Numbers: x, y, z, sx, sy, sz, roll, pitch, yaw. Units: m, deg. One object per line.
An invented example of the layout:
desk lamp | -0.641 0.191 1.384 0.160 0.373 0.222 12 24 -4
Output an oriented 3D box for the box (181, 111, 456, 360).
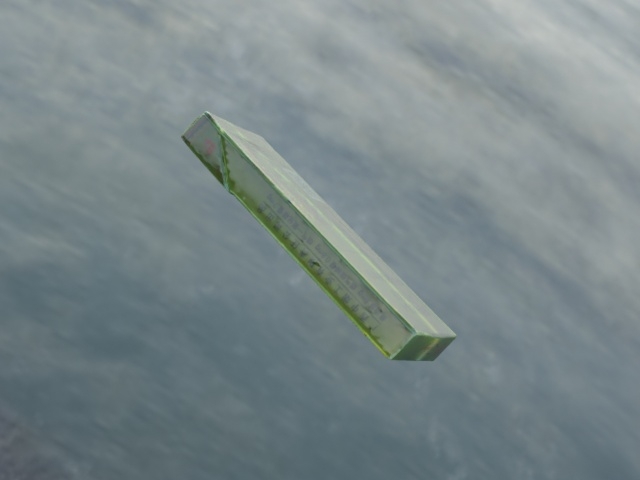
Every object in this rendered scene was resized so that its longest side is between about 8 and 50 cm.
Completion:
box | 0.000 0.000 1.582 0.311 0.043 0.173 46 9 15
